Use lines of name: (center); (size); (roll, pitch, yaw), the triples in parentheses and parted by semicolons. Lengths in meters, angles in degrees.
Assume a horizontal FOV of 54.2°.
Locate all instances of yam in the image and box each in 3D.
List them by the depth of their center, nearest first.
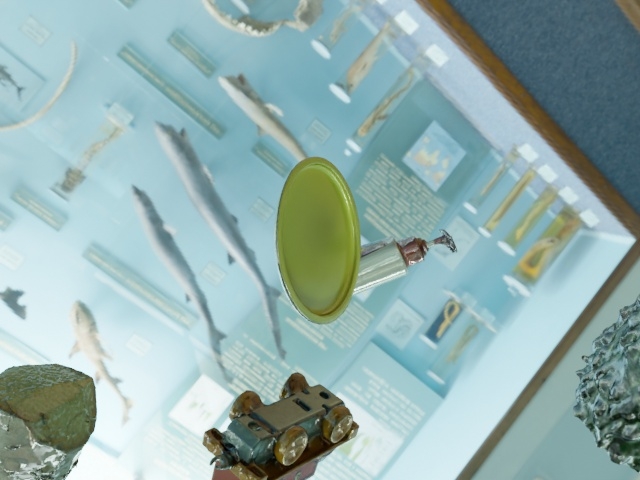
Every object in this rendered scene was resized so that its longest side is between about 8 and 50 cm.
yam: (-0.488, 0.329, 1.009); (0.201, 0.271, 0.202); (31, -162, -2)

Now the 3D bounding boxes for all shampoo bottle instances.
shampoo bottle: (0.104, 0.040, 1.115); (0.071, 0.284, 0.153); (64, -161, -10)

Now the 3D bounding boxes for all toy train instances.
toy train: (-0.088, 0.422, 1.274); (0.163, 0.231, 0.369); (31, -157, 33)

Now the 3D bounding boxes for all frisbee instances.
frisbee: (0.000, 0.000, 0.877); (0.017, 0.236, 0.236); (-3, 153, 30)

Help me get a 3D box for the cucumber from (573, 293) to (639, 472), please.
cucumber: (0.207, -0.005, 0.223); (0.096, 0.096, 0.359); (37, 149, 19)
